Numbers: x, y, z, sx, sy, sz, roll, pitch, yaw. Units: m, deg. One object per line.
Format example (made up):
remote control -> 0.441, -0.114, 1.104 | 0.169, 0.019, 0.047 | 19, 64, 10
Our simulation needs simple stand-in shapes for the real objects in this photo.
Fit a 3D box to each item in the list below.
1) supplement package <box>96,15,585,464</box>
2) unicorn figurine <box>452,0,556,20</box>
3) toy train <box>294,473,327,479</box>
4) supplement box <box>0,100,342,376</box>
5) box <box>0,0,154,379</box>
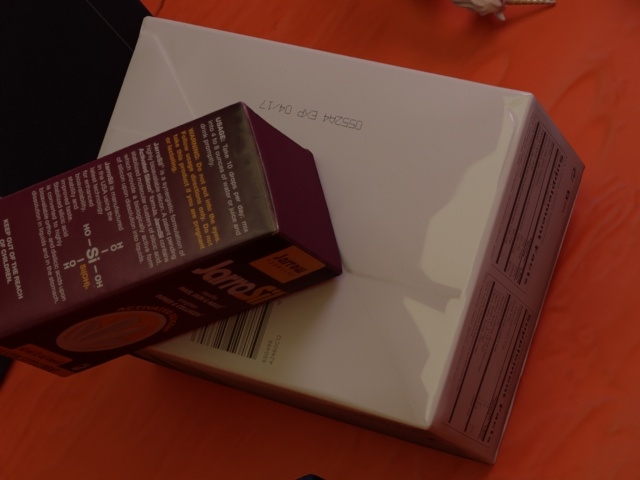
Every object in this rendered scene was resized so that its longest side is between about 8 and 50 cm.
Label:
supplement package -> 0.000, 0.000, 1.059 | 0.262, 0.145, 0.204 | 14, 81, 25
unicorn figurine -> 0.070, -0.206, 1.175 | 0.060, 0.162, 0.111 | -48, 32, 2
toy train -> -0.017, 0.275, 0.991 | 0.143, 0.105, 0.248 | -26, 60, 21
supplement box -> -0.096, 0.004, 0.958 | 0.188, 0.104, 0.081 | -21, 69, 15
box -> -0.298, -0.099, 1.126 | 0.179, 0.343, 0.312 | 20, 75, 29
